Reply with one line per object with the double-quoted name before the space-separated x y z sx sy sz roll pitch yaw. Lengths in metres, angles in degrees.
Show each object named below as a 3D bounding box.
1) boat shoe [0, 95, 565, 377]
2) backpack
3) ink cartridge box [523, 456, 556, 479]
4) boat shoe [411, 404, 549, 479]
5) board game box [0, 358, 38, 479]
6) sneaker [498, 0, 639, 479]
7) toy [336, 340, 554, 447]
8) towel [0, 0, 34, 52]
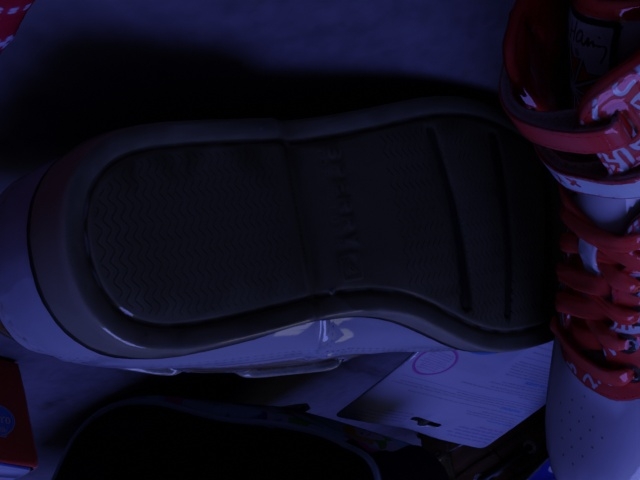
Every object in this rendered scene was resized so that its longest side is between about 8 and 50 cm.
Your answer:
"boat shoe" 0.000 0.000 0.488 0.302 0.113 0.103 3 169 -41
"backpack" -0.051 0.209 0.709 0.254 0.225 0.191 6 171 29
"ink cartridge box" 0.265 0.086 0.635 0.176 0.069 0.371 -2 152 -17
"boat shoe" 0.227 0.132 0.892 0.307 0.104 0.110 -21 155 8
"board game box" -0.325 0.099 0.515 0.242 0.064 0.316 -25 154 17
"sneaker" 0.112 -0.013 0.431 0.145 0.090 0.270 7 113 -36
"toy" 0.128 0.035 0.682 0.137 0.056 0.237 20 132 -37
"towel" -0.117 -0.118 0.236 0.199 0.031 0.275 3 149 -39
